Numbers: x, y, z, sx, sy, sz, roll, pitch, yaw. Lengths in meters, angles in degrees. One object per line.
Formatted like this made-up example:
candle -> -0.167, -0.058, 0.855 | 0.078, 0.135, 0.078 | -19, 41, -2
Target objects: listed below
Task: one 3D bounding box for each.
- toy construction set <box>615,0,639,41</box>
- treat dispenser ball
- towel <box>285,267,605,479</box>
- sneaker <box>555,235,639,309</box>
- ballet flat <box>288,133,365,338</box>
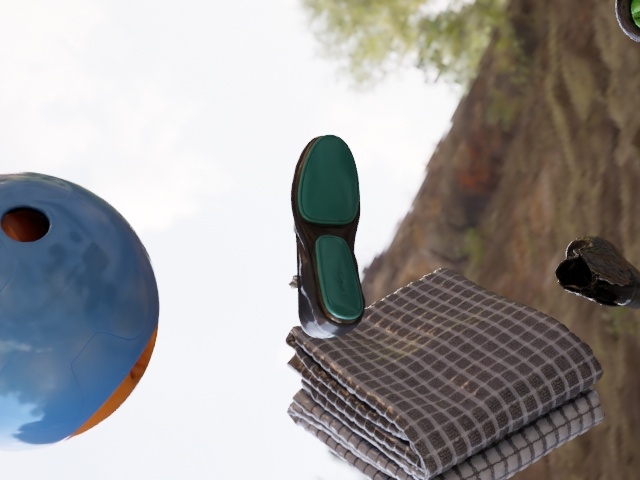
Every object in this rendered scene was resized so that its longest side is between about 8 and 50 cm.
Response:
toy construction set -> 0.355, -0.273, 1.108 | 0.257, 0.309, 0.237 | 31, -159, 2
treat dispenser ball -> -0.309, 0.072, 1.536 | 0.288, 0.288, 0.288 | 22, -157, -10
towel -> 0.120, 0.143, 1.563 | 0.235, 0.121, 0.284 | -28, -146, -24
sneaker -> 0.281, 0.029, 1.561 | 0.089, 0.051, 0.170 | 14, -164, -26
ballet flat -> 0.000, 0.000, 1.370 | 0.074, 0.074, 0.203 | 13, -123, -28
